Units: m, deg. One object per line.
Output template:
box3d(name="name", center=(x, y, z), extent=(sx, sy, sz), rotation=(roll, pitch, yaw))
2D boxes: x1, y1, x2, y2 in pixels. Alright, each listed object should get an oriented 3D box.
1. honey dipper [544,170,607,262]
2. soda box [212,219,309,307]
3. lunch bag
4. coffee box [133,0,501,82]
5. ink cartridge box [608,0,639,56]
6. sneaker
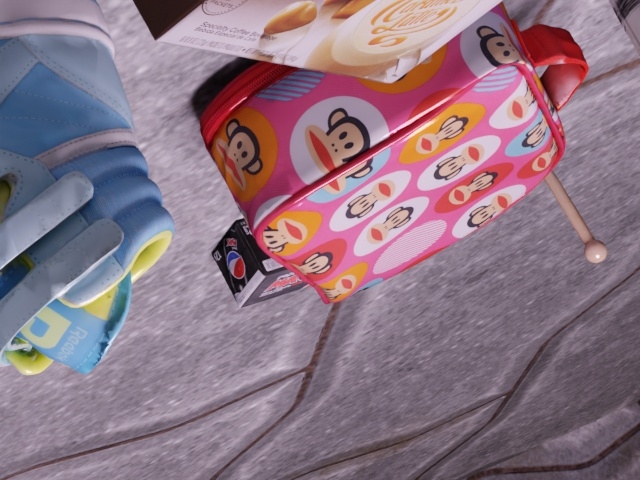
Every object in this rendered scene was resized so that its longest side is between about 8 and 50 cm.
box3d(name="honey dipper", center=(0.180, -0.050, 1.565), extent=(0.030, 0.160, 0.030), rotation=(-25, 162, -9))
box3d(name="soda box", center=(0.000, 0.000, 1.611), extent=(0.169, 0.053, 0.060), rotation=(-17, 159, -33))
box3d(name="lunch bag", center=(0.067, -0.075, 1.386), extent=(0.258, 0.120, 0.293), rotation=(-30, 162, 3))
box3d(name="coffee box", center=(0.008, -0.169, 1.056), extent=(0.141, 0.098, 0.246), rotation=(-37, 162, 24))
box3d(name="ink cartridge box", center=(0.322, -0.157, 1.129), extent=(0.285, 0.166, 0.395), rotation=(-32, -158, 12))
box3d(name="sneaker", center=(-0.205, -0.016, 0.977), extent=(0.319, 0.208, 0.127), rotation=(-15, 159, -38))
